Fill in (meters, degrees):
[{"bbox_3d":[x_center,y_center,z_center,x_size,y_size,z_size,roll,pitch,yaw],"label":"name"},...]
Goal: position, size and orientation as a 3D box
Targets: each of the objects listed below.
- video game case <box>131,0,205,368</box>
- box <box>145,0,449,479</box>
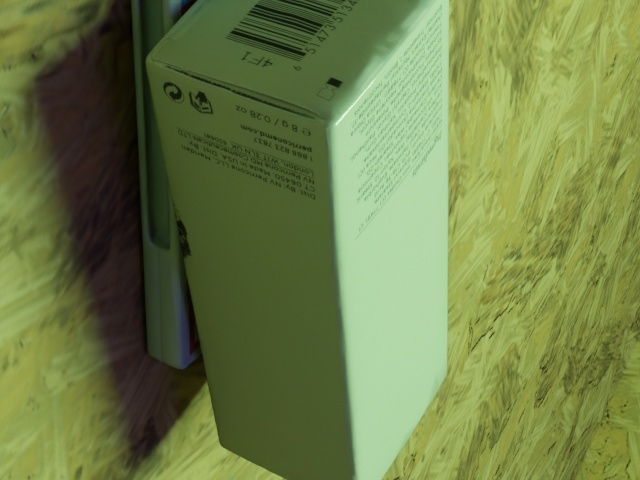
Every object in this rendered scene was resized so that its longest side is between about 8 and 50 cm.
[{"bbox_3d":[-0.024,-0.101,0.691,0.204,0.025,0.285,-45,148,-45],"label":"video game case"},{"bbox_3d":[0.000,0.000,0.674,0.113,0.094,0.275,-52,152,-36],"label":"box"}]
